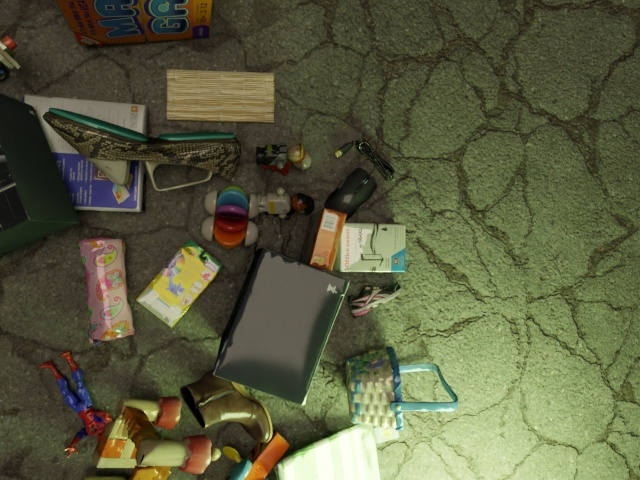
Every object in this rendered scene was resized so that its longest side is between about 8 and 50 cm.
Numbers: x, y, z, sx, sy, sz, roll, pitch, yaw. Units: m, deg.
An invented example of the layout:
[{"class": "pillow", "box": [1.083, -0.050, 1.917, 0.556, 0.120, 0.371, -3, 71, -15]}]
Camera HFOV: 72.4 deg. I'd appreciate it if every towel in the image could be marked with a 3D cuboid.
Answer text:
[{"class": "towel", "box": [0.033, 0.695, 1.265, 0.325, 0.038, 0.247, -9, 91, -28]}]

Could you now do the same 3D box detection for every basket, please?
[{"class": "basket", "box": [0.219, 0.417, 1.245, 0.289, 0.255, 0.200, 1, 95, -1]}]

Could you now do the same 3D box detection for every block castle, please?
[{"class": "block castle", "box": [-0.445, 0.649, 1.088, 0.213, 0.303, 0.452, 23, 85, -37]}]

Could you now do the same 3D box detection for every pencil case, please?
[{"class": "pencil case", "box": [-0.578, 0.131, 1.176, 0.124, 0.124, 0.283, -5, 91, -10]}]

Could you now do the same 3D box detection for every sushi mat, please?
[{"class": "sushi mat", "box": [-0.290, -0.426, 1.293, 0.317, 0.019, 0.151, -2, 88, -10]}]

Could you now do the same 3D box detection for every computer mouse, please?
[{"class": "computer mouse", "box": [0.095, -0.192, 1.335, 0.262, 0.060, 0.184, -42, 97, -9]}]

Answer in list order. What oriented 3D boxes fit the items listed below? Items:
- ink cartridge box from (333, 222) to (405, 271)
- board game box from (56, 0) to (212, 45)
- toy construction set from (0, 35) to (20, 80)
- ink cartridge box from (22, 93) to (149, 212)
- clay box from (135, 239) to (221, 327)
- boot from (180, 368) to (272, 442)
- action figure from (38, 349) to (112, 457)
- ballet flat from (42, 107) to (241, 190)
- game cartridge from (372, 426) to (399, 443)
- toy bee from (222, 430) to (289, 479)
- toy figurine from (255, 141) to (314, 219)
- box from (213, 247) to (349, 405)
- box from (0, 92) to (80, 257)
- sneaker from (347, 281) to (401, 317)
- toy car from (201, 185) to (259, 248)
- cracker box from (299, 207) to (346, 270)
[{"class": "ink cartridge box", "box": [0.147, 0.023, 1.326, 0.203, 0.086, 0.148, 0, 89, -11]}, {"class": "board game box", "box": [-0.481, -0.748, 1.080, 0.357, 0.356, 0.355, -11, 90, -16]}, {"class": "toy construction set", "box": [-0.908, -0.425, 1.081, 0.328, 0.215, 0.151, -29, 94, -10]}, {"class": "ink cartridge box", "box": [-0.642, -0.232, 1.202, 0.308, 0.072, 0.303, 2, 89, -8]}, {"class": "clay box", "box": [-0.395, 0.119, 1.242, 0.127, 0.053, 0.222, 41, 81, -7]}, {"class": "boot", "box": [-0.250, 0.463, 1.165, 0.090, 0.207, 0.248, -41, 77, 18]}, {"class": "action figure", "box": [-0.644, 0.440, 1.151, 0.092, 0.139, 0.280, -30, 96, -8]}, {"class": "ballet flat", "box": [-0.446, -0.219, 1.149, 0.484, 0.164, 0.181, 1, 109, -30]}, {"class": "game cartridge", "box": [0.202, 0.592, 1.357, 0.084, 0.017, 0.055, -11, 87, -11]}, {"class": "toy bee", "box": [-0.225, 0.667, 1.227, 0.299, 0.162, 0.195, -23, 84, -35]}, {"class": "toy figurine", "box": [-0.093, -0.165, 1.224, 0.148, 0.209, 0.212, -2, 90, 0]}, {"class": "box", "box": [-0.113, 0.190, 1.118, 0.212, 0.395, 0.293, 22, 84, -9]}, {"class": "box", "box": [-0.831, -0.139, 1.059, 0.313, 0.179, 0.342, -24, 88, 4]}, {"class": "sneaker", "box": [0.164, 0.164, 1.336, 0.178, 0.072, 0.077, -25, 82, -16]}, {"class": "toy car", "box": [-0.251, -0.067, 1.230, 0.159, 0.136, 0.181, 6, 87, -10]}, {"class": "cracker box", "box": [0.000, 0.000, 1.225, 0.067, 0.232, 0.155, 15, 86, -8]}]
